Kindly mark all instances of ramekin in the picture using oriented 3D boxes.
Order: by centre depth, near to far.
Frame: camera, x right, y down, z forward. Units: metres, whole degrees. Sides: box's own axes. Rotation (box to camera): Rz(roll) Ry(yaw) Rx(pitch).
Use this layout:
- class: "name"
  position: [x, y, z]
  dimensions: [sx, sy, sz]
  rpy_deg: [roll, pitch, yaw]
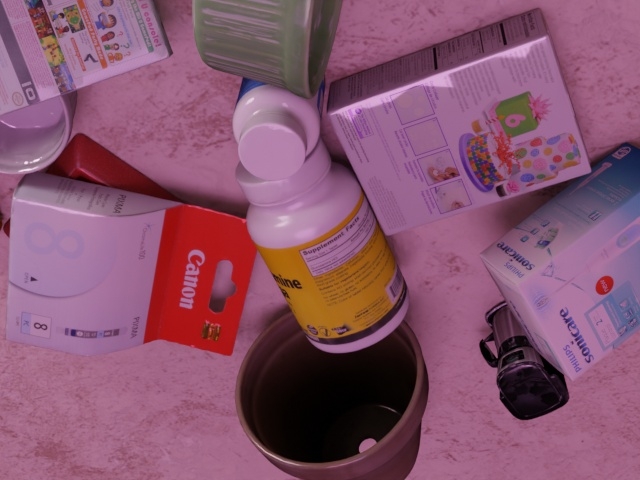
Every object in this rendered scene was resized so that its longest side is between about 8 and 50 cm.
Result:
- class: "ramekin"
  position: [-0.055, -0.340, 1.267]
  dimensions: [0.148, 0.303, 0.303]
  rpy_deg: [11, 127, 5]
- class: "ramekin"
  position: [-0.462, -0.213, 1.499]
  dimensions: [0.207, 0.109, 0.207]
  rpy_deg: [2, 127, 2]

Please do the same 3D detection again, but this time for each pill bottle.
- class: "pill bottle"
  position: [-0.059, -0.183, 1.421]
  dimensions: [0.124, 0.222, 0.124]
  rpy_deg: [2, 126, 3]
- class: "pill bottle"
  position: [0.000, 0.000, 1.573]
  dimensions: [0.187, 0.188, 0.334]
  rpy_deg: [-17, 123, 16]

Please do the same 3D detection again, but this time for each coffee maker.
- class: "coffee maker"
  position: [0.363, 0.209, 1.704]
  dimensions: [0.171, 0.178, 0.120]
  rpy_deg: [28, 124, -16]

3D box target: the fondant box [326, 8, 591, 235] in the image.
- class: "fondant box"
  position: [0.206, -0.167, 1.493]
  dimensions: [0.330, 0.096, 0.238]
  rpy_deg: [-17, 123, 17]

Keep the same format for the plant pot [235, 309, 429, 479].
- class: "plant pot"
  position: [0.052, 0.303, 1.747]
  dimensions: [0.323, 0.323, 0.280]
  rpy_deg: [-13, 140, 13]

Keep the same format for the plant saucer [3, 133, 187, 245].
- class: "plant saucer"
  position: [-0.365, -0.014, 1.677]
  dimensions: [0.259, 0.048, 0.258]
  rpy_deg: [35, 121, -19]

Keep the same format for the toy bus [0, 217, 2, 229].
- class: "toy bus"
  position: [-0.617, -0.130, 1.571]
  dimensions: [0.130, 0.108, 0.333]
  rpy_deg: [-4, 126, 7]

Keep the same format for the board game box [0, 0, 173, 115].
- class: "board game box"
  position: [-0.378, -0.303, 1.347]
  dimensions: [0.303, 0.097, 0.224]
  rpy_deg: [-18, 103, -1]

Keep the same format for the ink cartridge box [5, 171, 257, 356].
- class: "ink cartridge box"
  position: [-0.313, 0.069, 1.650]
  dimensions: [0.384, 0.091, 0.308]
  rpy_deg: [13, 126, -4]

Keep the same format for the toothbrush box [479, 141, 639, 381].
- class: "toothbrush box"
  position: [0.424, 0.031, 1.534]
  dimensions: [0.295, 0.126, 0.216]
  rpy_deg: [-36, 120, -3]
